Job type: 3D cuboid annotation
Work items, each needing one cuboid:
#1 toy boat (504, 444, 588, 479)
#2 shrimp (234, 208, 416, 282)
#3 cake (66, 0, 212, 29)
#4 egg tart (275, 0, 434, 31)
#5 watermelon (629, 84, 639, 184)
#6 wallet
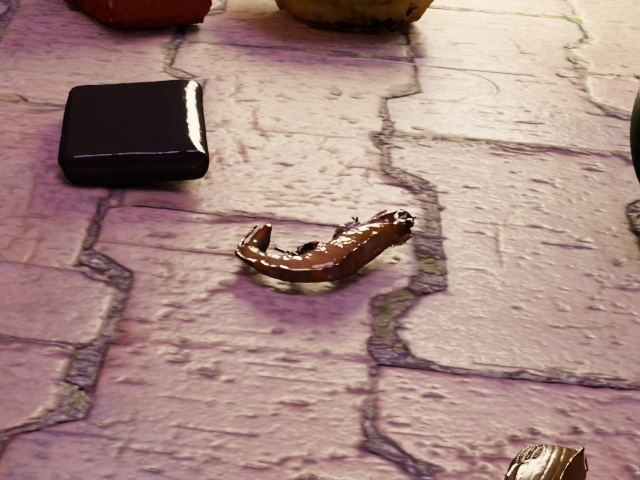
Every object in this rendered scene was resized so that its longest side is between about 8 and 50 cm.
[{"bbox_3d":[0.134,0.168,1.113,0.049,0.047,0.149,-3,16,21],"label":"toy boat"},{"bbox_3d":[0.000,0.001,1.526,0.124,0.034,0.178,12,27,34],"label":"shrimp"},{"bbox_3d":[-0.244,-0.375,2.219,0.151,0.177,0.283,-6,23,-24],"label":"cake"},{"bbox_3d":[0.040,-0.354,2.287,0.341,0.129,0.341,2,23,-1],"label":"egg tart"},{"bbox_3d":[0.400,-0.100,1.567,0.242,0.242,0.242,4,22,-1],"label":"watermelon"},{"bbox_3d":[-0.187,-0.112,1.757,0.149,0.044,0.250,-3,23,-6],"label":"wallet"}]
